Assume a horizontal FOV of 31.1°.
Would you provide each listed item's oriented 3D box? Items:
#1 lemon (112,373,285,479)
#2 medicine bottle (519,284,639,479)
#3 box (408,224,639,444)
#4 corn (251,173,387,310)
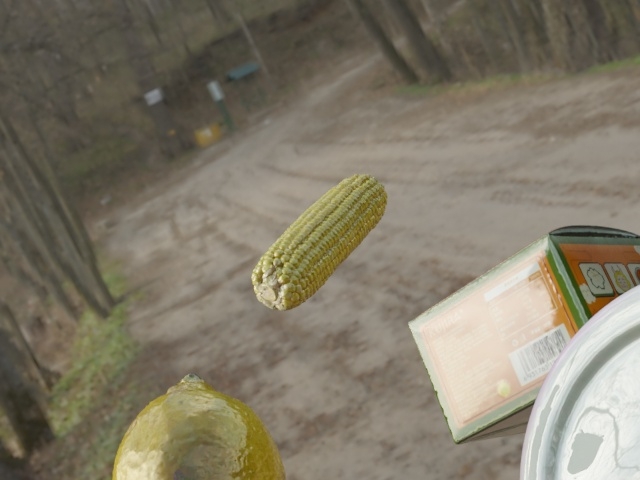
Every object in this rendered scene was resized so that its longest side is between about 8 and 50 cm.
[{"bbox_3d":[-0.128,0.266,1.228,0.188,0.257,0.188,-9,-20,-3],"label":"lemon"},{"bbox_3d":[0.283,0.155,0.682,0.241,0.252,0.252,16,-26,-41],"label":"medicine bottle"},{"bbox_3d":[0.228,0.093,1.143,0.177,0.148,0.195,0,-29,-45],"label":"box"},{"bbox_3d":[0.000,0.000,1.436,0.081,0.081,0.248,-21,18,42],"label":"corn"}]
